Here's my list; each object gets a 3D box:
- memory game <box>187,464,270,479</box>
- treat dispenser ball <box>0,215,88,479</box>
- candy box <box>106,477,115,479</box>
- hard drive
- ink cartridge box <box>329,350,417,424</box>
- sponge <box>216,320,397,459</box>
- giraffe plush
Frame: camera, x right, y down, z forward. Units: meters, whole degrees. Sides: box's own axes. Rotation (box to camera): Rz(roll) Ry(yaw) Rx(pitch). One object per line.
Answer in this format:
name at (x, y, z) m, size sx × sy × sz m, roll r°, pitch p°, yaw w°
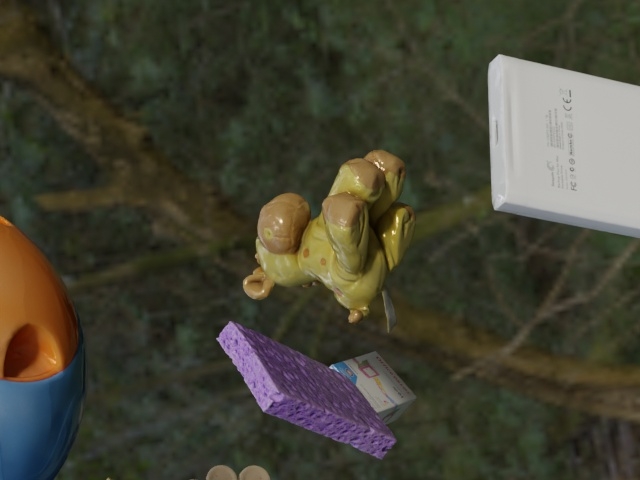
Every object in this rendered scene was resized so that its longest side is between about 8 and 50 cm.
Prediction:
memory game at (-0.090, 0.339, 1.918) m, size 0.012 × 0.186 × 0.186 m, roll 113°, pitch 148°, yaw -55°
treat dispenser ball at (-0.324, 0.103, 1.307) m, size 0.288 × 0.288 × 0.288 m, roll 173°, pitch 90°, yaw -77°
candy box at (-0.166, 0.327, 1.723) m, size 0.053 × 0.109 × 0.187 m, roll -54°, pitch 31°, yaw 5°
hard drive at (0.355, -0.108, 2.111) m, size 0.040 × 0.307 × 0.203 m, roll 138°, pitch 137°, yaw -58°
ink cartridge box at (0.058, 0.199, 2.209) m, size 0.088 × 0.122 × 0.052 m, roll 48°, pitch 114°, yaw 17°
sponge at (-0.013, 0.159, 1.777) m, size 0.031 × 0.210 × 0.117 m, roll -49°, pitch 48°, yaw 12°
giraffe plush at (0.000, 0.000, 1.965) m, size 0.181 × 0.170 × 0.210 m, roll -31°, pitch -56°, yaw -57°
